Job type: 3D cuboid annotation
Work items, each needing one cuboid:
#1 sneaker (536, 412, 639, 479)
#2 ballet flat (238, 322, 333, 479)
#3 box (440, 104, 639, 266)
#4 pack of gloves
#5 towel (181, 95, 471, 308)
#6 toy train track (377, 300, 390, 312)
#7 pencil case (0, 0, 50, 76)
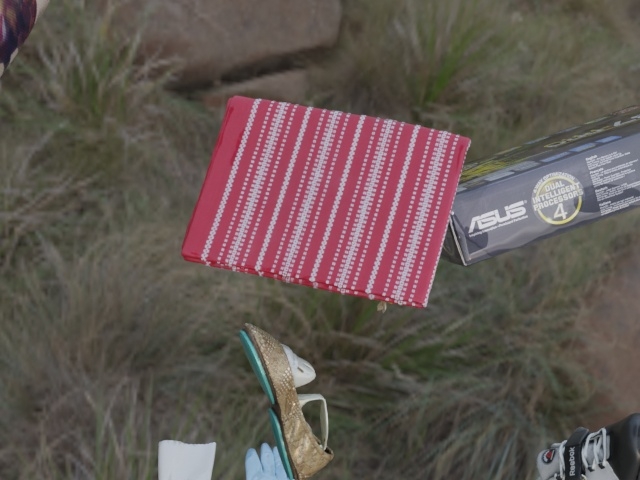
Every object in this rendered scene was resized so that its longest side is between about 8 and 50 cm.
[{"bbox_3d":[0.426,0.366,1.949,0.146,0.330,0.122,16,54,2],"label":"sneaker"},{"bbox_3d":[-0.032,0.171,1.351,0.067,0.206,0.073,-21,27,-11],"label":"ballet flat"},{"bbox_3d":[0.306,-0.079,1.538,0.395,0.097,0.318,-19,9,-7],"label":"box"},{"bbox_3d":[-0.121,0.349,1.622,0.195,0.046,0.232,1,41,-6],"label":"pack of gloves"},{"bbox_3d":[0.002,-0.044,1.276,0.275,0.031,0.198,12,73,15],"label":"towel"},{"bbox_3d":[0.122,0.096,2.097,0.014,0.083,0.048,16,48,-18],"label":"toy train track"},{"bbox_3d":[-0.322,-0.082,0.798,0.160,0.183,0.410,26,54,-8],"label":"pencil case"}]
